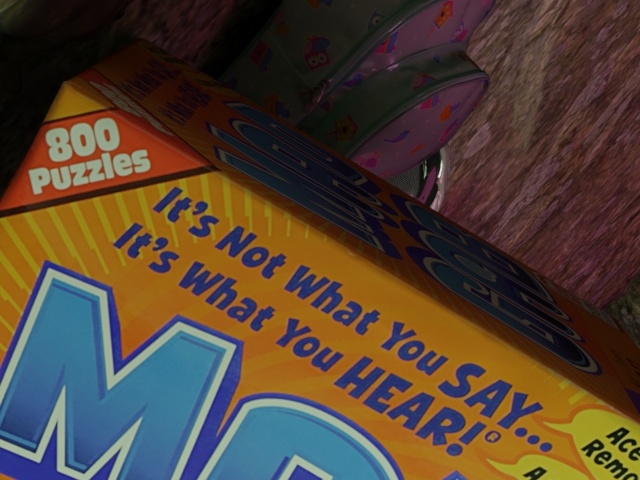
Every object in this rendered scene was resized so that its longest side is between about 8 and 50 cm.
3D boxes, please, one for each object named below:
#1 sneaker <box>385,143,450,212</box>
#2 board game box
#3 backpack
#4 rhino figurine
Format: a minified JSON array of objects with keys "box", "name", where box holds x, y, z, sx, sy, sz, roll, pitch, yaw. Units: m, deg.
[{"box":[0.000,0.000,1.687,0.268,0.101,0.153,-45,169,13],"name":"sneaker"},{"box":[-0.052,0.139,1.075,0.356,0.356,0.356,-58,-175,8],"name":"board game box"},{"box":[0.031,-0.124,1.340,0.166,0.144,0.188,-19,149,-49],"name":"backpack"},{"box":[-0.138,-0.128,0.972,0.106,0.073,0.243,-46,168,17],"name":"rhino figurine"}]
